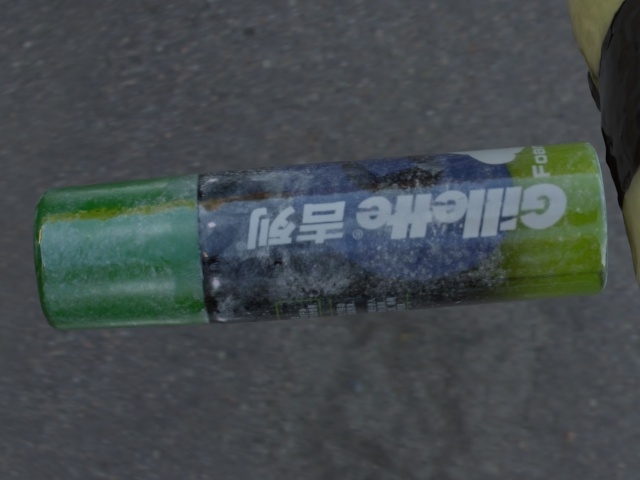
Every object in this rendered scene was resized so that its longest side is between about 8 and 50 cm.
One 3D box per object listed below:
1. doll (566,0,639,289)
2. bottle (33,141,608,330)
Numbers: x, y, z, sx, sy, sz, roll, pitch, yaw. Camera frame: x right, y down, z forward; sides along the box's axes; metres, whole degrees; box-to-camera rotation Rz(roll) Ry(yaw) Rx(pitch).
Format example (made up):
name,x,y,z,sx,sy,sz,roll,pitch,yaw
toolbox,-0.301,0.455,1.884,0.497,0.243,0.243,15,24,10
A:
name,x,y,z,sx,sy,sz,roll,pitch,yaw
doll,0.150,-0.038,0.575,0.135,0.143,0.234,-20,60,9
bottle,0.000,0.000,1.120,0.330,0.093,0.093,-5,91,1
